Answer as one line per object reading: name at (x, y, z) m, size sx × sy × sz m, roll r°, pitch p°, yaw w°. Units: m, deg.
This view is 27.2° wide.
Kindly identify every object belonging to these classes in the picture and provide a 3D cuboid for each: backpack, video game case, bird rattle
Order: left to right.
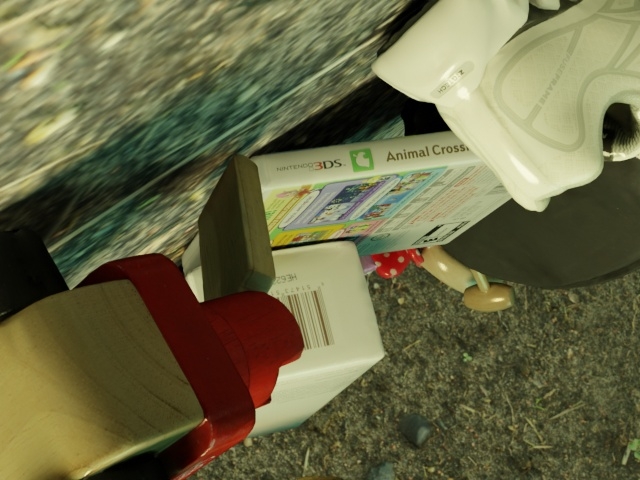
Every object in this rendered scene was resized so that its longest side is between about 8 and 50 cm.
video game case at (0.027, -0.022, 0.812) m, size 0.193 × 0.023 × 0.212 m, roll -8°, pitch 168°, yaw -18°
bird rattle at (0.155, -0.006, 1.725) m, size 0.143 × 0.207 × 0.253 m, roll -56°, pitch -178°, yaw 14°
backpack at (0.268, -0.114, 0.939) m, size 0.355 × 0.273 × 0.290 m, roll -49°, pitch -169°, yaw -23°

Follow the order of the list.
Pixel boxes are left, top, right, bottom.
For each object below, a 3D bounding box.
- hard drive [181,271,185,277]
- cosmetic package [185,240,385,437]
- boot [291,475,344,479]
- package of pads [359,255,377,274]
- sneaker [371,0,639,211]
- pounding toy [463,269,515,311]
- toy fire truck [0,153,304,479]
hard drive at (-0.113, 0.064, 1.123) m, size 0.307 × 0.040 × 0.203 m, roll -38°, pitch 176°, yaw 41°
cosmetic package at (-0.049, 0.080, 0.914) m, size 0.117 × 0.085 × 0.231 m, roll -9°, pitch 165°, yaw -20°
boot at (-0.126, 0.206, 1.011) m, size 0.236 × 0.089 × 0.269 m, roll -38°, pitch -142°, yaw -14°
package of pads at (0.000, 0.000, 0.991) m, size 0.050 × 0.083 × 0.032 m, roll -31°, pitch -179°, yaw -19°
sneaker at (0.145, -0.106, 0.693) m, size 0.292 × 0.118 × 0.110 m, roll -35°, pitch 175°, yaw -45°
pounding toy at (0.249, -0.039, 1.585) m, size 0.154 × 0.269 × 0.155 m, roll 4°, pitch -167°, yaw 20°
toy fire truck at (-0.099, 0.066, 0.563) m, size 0.217 × 0.158 × 0.246 m, roll -38°, pitch 166°, yaw 32°
